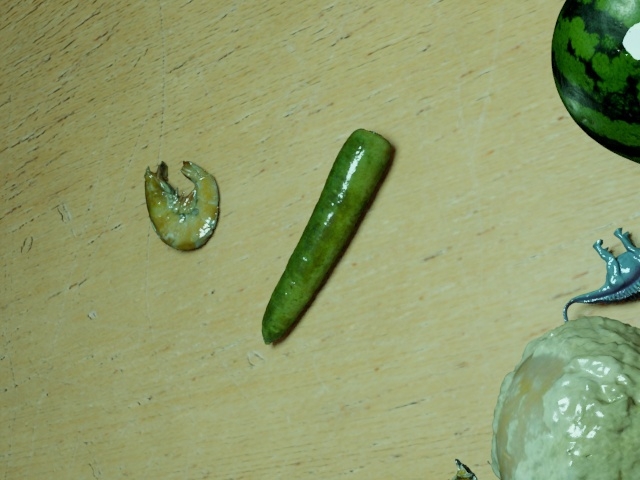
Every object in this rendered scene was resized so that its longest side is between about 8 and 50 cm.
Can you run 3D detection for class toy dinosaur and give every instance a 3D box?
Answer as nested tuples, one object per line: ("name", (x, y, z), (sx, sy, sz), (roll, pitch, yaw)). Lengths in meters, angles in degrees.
("toy dinosaur", (0.373, 0.033, 1.334), (0.197, 0.045, 0.080), (-39, 62, 12))

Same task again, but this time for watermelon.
("watermelon", (0.411, -0.219, 1.214), (0.285, 0.285, 0.285), (-9, 74, 34))

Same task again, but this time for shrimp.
("shrimp", (-0.231, -0.069, 1.806), (0.132, 0.051, 0.187), (-35, 65, 3))

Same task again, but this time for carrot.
("carrot", (0.000, 0.000, 1.600), (0.074, 0.074, 0.359), (35, 101, 36))

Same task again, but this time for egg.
("egg", (0.321, 0.237, 1.194), (0.279, 0.279, 0.310), (-21, 93, 31))

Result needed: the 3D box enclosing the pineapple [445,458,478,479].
("pineapple", (0.213, 0.350, 1.282), (0.047, 0.221, 0.221), (-38, 57, -1))
